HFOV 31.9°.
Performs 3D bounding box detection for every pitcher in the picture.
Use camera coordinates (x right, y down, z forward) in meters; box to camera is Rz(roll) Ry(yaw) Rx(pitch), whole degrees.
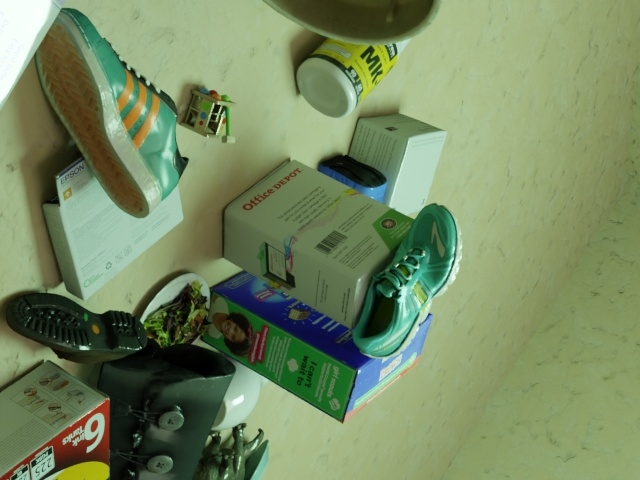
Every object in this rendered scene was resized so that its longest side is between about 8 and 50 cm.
[{"bbox_3d":[-0.175,0.282,2.037,0.178,0.125,0.207,-59,170,24],"label":"pitcher"}]

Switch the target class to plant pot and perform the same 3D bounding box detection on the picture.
[{"bbox_3d":[0.067,-0.503,1.591,0.334,0.334,0.305,68,42,-57],"label":"plant pot"}]

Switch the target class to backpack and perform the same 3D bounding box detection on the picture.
[{"bbox_3d":[0.064,-0.099,2.125,0.098,0.120,0.101,-32,140,-49],"label":"backpack"}]

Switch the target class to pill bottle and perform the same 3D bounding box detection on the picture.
[{"bbox_3d":[0.063,-0.317,1.931,0.208,0.119,0.119,-50,151,-29],"label":"pill bottle"}]

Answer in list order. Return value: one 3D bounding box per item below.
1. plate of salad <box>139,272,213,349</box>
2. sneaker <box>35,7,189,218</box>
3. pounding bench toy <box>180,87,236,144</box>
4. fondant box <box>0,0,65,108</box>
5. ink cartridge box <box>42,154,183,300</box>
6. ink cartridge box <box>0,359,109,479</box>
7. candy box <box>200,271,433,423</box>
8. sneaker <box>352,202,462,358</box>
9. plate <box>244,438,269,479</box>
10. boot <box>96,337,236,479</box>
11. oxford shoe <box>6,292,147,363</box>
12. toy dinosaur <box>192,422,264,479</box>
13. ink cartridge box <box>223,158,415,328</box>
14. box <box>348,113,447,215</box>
[{"bbox_3d":[-0.240,0.149,1.857,0.200,0.048,0.200,-43,146,-38],"label":"plate of salad"},{"bbox_3d":[-0.260,-0.178,1.432,0.121,0.108,0.302,-51,138,-34],"label":"sneaker"},{"bbox_3d":[-0.154,-0.187,1.676,0.052,0.083,0.065,-3,116,-61],"label":"pounding bench toy"},{"bbox_3d":[-0.392,-0.298,1.117,0.238,0.096,0.330,-61,155,-7],"label":"fondant box"},{"bbox_3d":[-0.290,-0.063,1.573,0.223,0.045,0.224,-43,145,-38],"label":"ink cartridge box"},{"bbox_3d":[-0.446,0.368,1.570,0.309,0.130,0.272,-37,144,-45],"label":"ink cartridge box"},{"bbox_3d":[-0.004,0.157,1.997,0.268,0.317,0.122,-27,136,-52],"label":"candy box"},{"bbox_3d":[0.140,0.067,1.804,0.110,0.107,0.275,20,96,-56],"label":"sneaker"},{"bbox_3d":[-0.148,0.488,2.258,0.188,0.024,0.188,-58,-176,6],"label":"plate"},{"bbox_3d":[-0.221,0.378,1.833,0.367,0.146,0.445,7,109,-26],"label":"boot"},{"bbox_3d":[-0.358,0.137,1.581,0.096,0.083,0.227,-30,146,28],"label":"oxford shoe"},{"bbox_3d":[-0.192,0.443,2.136,0.313,0.121,0.160,-62,159,-72],"label":"toy dinosaur"},{"bbox_3d":[0.000,0.000,1.915,0.201,0.278,0.117,-40,148,-41],"label":"ink cartridge box"},{"bbox_3d":[0.143,-0.148,2.233,0.181,0.119,0.182,-17,127,-58],"label":"box"}]
